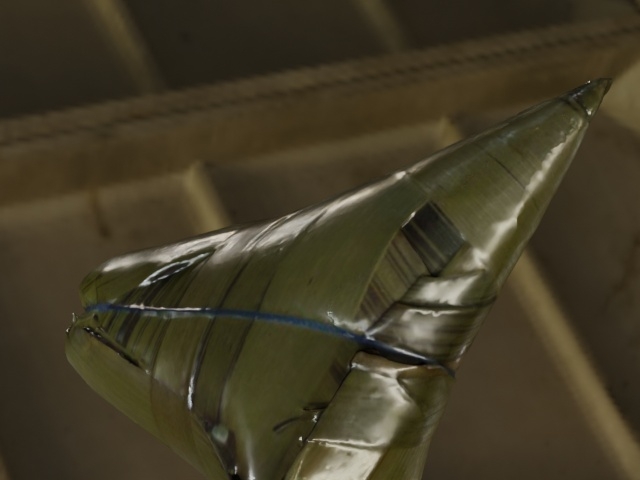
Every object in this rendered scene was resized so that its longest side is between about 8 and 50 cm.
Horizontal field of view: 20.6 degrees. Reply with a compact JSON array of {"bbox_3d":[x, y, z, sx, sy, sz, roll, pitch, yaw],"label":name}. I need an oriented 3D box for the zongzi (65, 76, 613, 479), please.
[{"bbox_3d":[0.000,0.000,0.974,0.123,0.289,0.260,27,-178,-41],"label":"zongzi"}]
